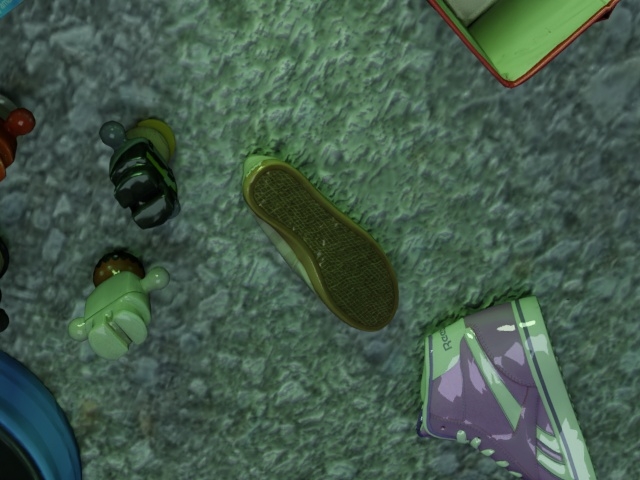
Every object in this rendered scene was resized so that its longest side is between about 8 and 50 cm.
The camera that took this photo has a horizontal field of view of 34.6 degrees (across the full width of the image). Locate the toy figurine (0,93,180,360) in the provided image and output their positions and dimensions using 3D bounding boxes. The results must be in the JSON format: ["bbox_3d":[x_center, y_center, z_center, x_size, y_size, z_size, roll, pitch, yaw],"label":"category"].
[{"bbox_3d":[-0.230,-0.013,0.889,0.209,0.148,0.213,5,114,-14],"label":"toy figurine"}]

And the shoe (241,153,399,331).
[{"bbox_3d":[0.000,0.000,0.964,0.076,0.058,0.219,-42,118,-6],"label":"shoe"}]

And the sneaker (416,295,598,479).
[{"bbox_3d":[0.188,0.199,1.059,0.161,0.102,0.282,-20,106,9],"label":"sneaker"}]

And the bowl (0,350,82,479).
[{"bbox_3d":[-0.442,0.258,1.040,0.391,0.077,0.391,-2,117,-4],"label":"bowl"}]

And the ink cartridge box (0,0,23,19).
[{"bbox_3d":[-0.282,-0.267,0.703,0.168,0.171,0.233,-21,123,42],"label":"ink cartridge box"}]

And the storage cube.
[{"bbox_3d":[0.134,-0.261,0.761,0.183,0.193,0.215,-40,114,14],"label":"storage cube"}]
